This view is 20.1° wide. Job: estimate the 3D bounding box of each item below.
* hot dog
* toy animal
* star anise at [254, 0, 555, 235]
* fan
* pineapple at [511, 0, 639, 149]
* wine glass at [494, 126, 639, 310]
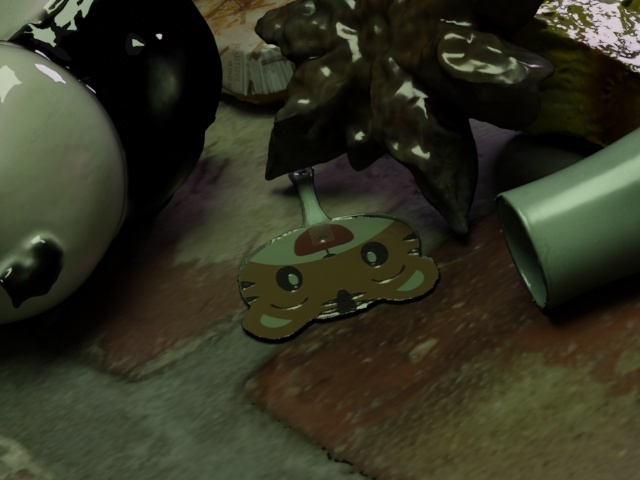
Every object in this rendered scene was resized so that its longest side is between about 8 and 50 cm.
[{"bbox_3d":[-0.082,-0.188,1.674,0.252,0.069,0.131,17,53,45],"label":"hot dog"},{"bbox_3d":[-0.224,-0.071,1.407,0.251,0.251,0.310,6,50,30],"label":"toy animal"},{"bbox_3d":[0.060,-0.143,1.411,0.315,0.108,0.315,-12,69,35],"label":"star anise"},{"bbox_3d":[0.000,0.000,1.397,0.152,0.008,0.227,-16,32,-2],"label":"fan"},{"bbox_3d":[0.249,-0.136,1.414,0.236,0.114,0.186,-3,33,13],"label":"pineapple"},{"bbox_3d":[0.243,-0.033,1.264,0.231,0.103,0.103,-23,33,-5],"label":"wine glass"}]
